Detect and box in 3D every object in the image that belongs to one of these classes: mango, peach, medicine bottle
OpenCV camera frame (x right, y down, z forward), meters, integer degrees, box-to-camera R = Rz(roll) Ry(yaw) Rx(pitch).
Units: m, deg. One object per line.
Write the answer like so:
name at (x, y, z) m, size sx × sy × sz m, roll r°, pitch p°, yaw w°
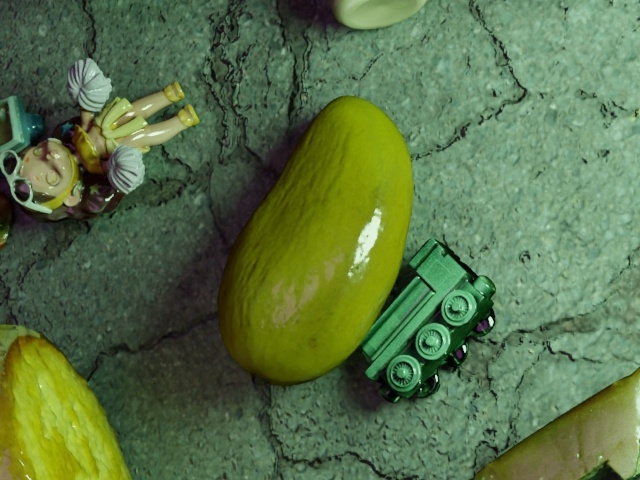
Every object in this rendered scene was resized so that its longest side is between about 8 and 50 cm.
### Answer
mango at (0.004, 0.005, 1.440) m, size 0.195 × 0.142 × 0.332 m, roll 23°, pitch 84°, yaw 43°
peach at (-0.441, -0.026, 1.695) m, size 0.098 × 0.061 × 0.098 m, roll -1°, pitch 87°, yaw 21°
medicine bottle at (0.042, -0.372, 1.516) m, size 0.114 × 0.114 × 0.252 m, roll -19°, pitch 73°, yaw 20°

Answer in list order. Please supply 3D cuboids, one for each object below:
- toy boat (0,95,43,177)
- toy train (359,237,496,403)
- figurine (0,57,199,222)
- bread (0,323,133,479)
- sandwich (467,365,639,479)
toy boat at (-0.463, -0.121, 1.701) m, size 0.215 × 0.102 × 0.088 m, roll -20°, pitch 71°, yaw 20°
toy train at (0.110, 0.091, 1.432) m, size 0.170 × 0.071 × 0.111 m, roll -49°, pitch 57°, yaw 10°
figurine at (-0.265, -0.110, 1.604) m, size 0.240 × 0.116 × 0.175 m, roll -33°, pitch 72°, yaw 9°
bread at (-0.346, 0.270, 1.447) m, size 0.215 × 0.398 × 0.398 m, roll -25°, pitch 71°, yaw 5°
sandwich at (0.261, 0.220, 1.328) m, size 0.244 × 0.090 × 0.088 m, roll -36°, pitch 64°, yaw 11°
